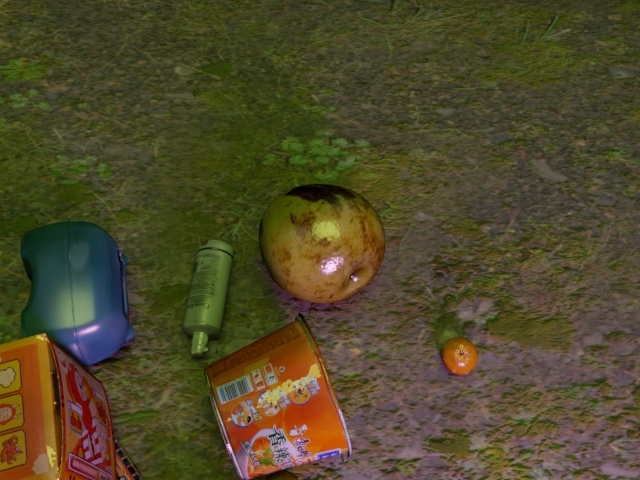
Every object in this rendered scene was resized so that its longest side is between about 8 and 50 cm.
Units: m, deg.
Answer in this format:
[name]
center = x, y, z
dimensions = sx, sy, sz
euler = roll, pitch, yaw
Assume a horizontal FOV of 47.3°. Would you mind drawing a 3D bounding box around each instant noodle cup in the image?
[instant noodle cup]
center = -0.090, 0.311, 1.406
dimensions = 0.214, 0.296, 0.296
euler = -19, 63, -8

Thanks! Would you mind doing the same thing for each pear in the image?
[pear]
center = 0.000, 0.000, 1.602
dimensions = 0.283, 0.283, 0.284
euler = 3, 59, -5

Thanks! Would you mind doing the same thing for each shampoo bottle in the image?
[shampoo bottle]
center = -0.247, 0.129, 1.594
dimensions = 0.085, 0.085, 0.262
euler = 7, 59, -3

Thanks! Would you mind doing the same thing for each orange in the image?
[orange]
center = 0.305, 0.251, 1.600
dimensions = 0.083, 0.070, 0.083
euler = 2, 63, -4

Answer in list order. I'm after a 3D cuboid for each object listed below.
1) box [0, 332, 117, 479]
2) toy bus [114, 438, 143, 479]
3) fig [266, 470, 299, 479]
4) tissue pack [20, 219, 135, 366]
[box]
center = -0.510, 0.348, 1.296
dimensions = 0.213, 0.283, 0.259
euler = -17, 63, -3
[toy bus]
center = -0.385, 0.441, 1.420
dimensions = 0.043, 0.031, 0.110
euler = -29, 66, -29
[fig]
center = -0.073, 0.479, 1.398
dimensions = 0.084, 0.098, 0.082
euler = 1, 57, -20
[tissue pack]
center = -0.499, 0.106, 1.507
dimensions = 0.206, 0.198, 0.287
euler = -9, 59, -11
